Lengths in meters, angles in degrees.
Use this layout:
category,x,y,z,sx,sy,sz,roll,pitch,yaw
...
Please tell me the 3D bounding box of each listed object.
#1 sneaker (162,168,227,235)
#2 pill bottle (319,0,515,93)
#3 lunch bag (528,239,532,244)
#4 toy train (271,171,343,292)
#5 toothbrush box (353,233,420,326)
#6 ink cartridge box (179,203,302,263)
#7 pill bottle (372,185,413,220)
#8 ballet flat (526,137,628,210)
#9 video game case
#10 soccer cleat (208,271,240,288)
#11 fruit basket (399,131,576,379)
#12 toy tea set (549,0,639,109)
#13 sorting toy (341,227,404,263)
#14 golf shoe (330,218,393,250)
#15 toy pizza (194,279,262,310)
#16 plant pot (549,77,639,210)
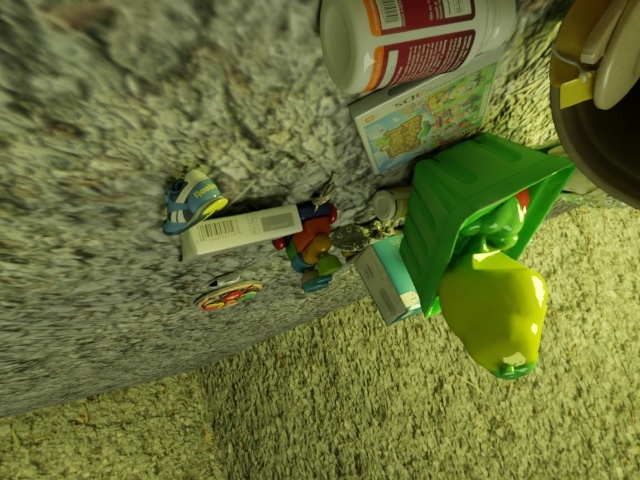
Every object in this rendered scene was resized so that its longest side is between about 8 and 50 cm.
category,x,y,z,sx,sy,sz,roll,pitch,yaw
sneaker,-0.176,-0.048,0.535,0.144,0.059,0.053,-23,-166,46
pill bottle,0.083,-0.183,0.349,0.152,0.086,0.086,-17,164,-14
lunch bag,0.435,0.023,1.098,0.219,0.090,0.176,-15,162,-22
toy train,0.000,0.000,0.750,0.105,0.143,0.248,-14,163,-27
toothbrush box,0.282,0.091,1.187,0.296,0.216,0.126,-16,157,-29
ink cartridge box,-0.159,-0.008,0.729,0.181,0.056,0.225,-14,-179,-27
pill bottle,0.173,-0.081,0.853,0.116,0.065,0.065,-12,162,-30
ballet flat,0.458,-0.131,0.770,0.147,0.146,0.409,-21,-173,-2
video game case,0.150,-0.176,0.580,0.193,0.023,0.212,-24,165,10
soccer cleat,-0.235,0.098,0.988,0.083,0.029,0.036,-20,169,13
fruit basket,0.313,0.044,0.744,0.283,0.392,0.392,-25,166,-14
toy tea set,0.150,-0.239,0.216,0.200,0.124,0.336,-55,143,-3
sorting toy,0.184,0.024,1.268,0.307,0.041,0.229,-9,160,-39
golf shoe,0.096,-0.005,1.018,0.176,0.069,0.086,-13,168,-25
toy pizza,-0.262,0.166,1.172,0.201,0.032,0.201,-20,164,-6
plant pot,0.478,-0.212,0.458,0.280,0.323,0.323,-31,174,-39
